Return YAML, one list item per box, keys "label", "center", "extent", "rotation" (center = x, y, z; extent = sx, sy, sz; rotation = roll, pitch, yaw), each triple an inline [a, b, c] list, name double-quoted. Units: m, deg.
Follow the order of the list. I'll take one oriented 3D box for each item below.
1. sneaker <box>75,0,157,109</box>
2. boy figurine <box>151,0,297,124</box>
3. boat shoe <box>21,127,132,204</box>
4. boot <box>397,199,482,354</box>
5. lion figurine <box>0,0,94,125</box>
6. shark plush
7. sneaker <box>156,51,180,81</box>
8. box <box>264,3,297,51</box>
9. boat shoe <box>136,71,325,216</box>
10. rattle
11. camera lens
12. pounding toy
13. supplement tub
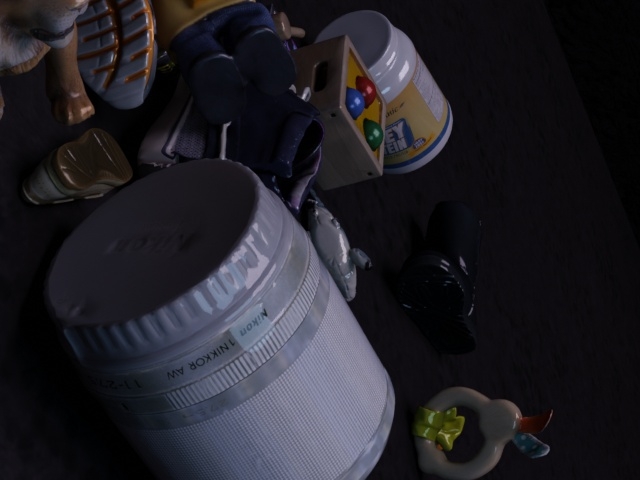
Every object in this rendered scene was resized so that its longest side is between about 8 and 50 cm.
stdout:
- label: "sneaker"
  center: [-0.189, -0.224, 1.317]
  extent: [0.083, 0.084, 0.215]
  rotation: [24, 53, -70]
- label: "boy figurine"
  center: [-0.113, -0.235, 1.379]
  extent: [0.285, 0.177, 0.092]
  rotation: [62, -1, 44]
- label: "boat shoe"
  center: [-0.209, -0.059, 1.217]
  extent: [0.056, 0.048, 0.153]
  rotation: [60, 16, -5]
- label: "boot"
  center: [0.176, 0.023, 2.046]
  extent: [0.246, 0.094, 0.207]
  rotation: [59, 29, -51]
- label: "lion figurine"
  center: [-0.214, -0.242, 1.079]
  extent: [0.240, 0.142, 0.392]
  rotation: [89, 4, -46]
- label: "shark plush"
  center: [0.000, 0.000, 1.724]
  extent: [0.161, 0.073, 0.067]
  rotation: [57, -1, 9]
- label: "sneaker"
  center: [-0.153, -0.181, 1.446]
  extent: [0.083, 0.031, 0.035]
  rotation: [-21, 99, -67]
- label: "box"
  center: [-0.042, -0.196, 1.740]
  extent: [0.162, 0.029, 0.116]
  rotation: [56, 28, -38]
- label: "boat shoe"
  center: [-0.064, -0.129, 1.426]
  extent: [0.340, 0.158, 0.127]
  rotation: [-74, 161, -48]
- label: "rattle"
  center: [0.233, 0.261, 1.884]
  extent: [0.143, 0.199, 0.130]
  rotation: [45, 36, -52]
- label: "camera lens"
  center: [-0.078, 0.097, 1.182]
  extent: [0.219, 0.219, 0.274]
  rotation: [-79, 147, -49]
- label: "pounding toy"
  center: [0.007, -0.200, 1.696]
  extent: [0.206, 0.094, 0.181]
  rotation: [55, 30, -43]
- label: "supplement tub"
  center: [0.080, -0.198, 1.890]
  extent: [0.200, 0.144, 0.144]
  rotation: [51, 32, -46]
